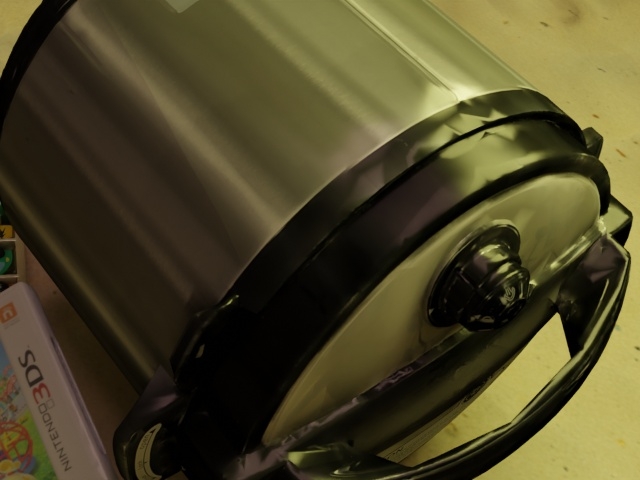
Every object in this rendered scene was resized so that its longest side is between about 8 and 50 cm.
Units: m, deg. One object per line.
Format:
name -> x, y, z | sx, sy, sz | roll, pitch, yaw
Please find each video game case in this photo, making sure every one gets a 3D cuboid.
video game case -> -0.252, 0.157, 0.681 | 0.212, 0.023, 0.193 | -32, 62, -1

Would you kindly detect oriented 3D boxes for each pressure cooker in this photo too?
pressure cooker -> -0.001, -0.003, 0.760 | 0.420, 0.370, 0.375 | 45, 15, 27

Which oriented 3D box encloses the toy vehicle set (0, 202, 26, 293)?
toy vehicle set -> -0.389, 0.027, 0.874 | 0.267, 0.035, 0.166 | -2, 44, -19
